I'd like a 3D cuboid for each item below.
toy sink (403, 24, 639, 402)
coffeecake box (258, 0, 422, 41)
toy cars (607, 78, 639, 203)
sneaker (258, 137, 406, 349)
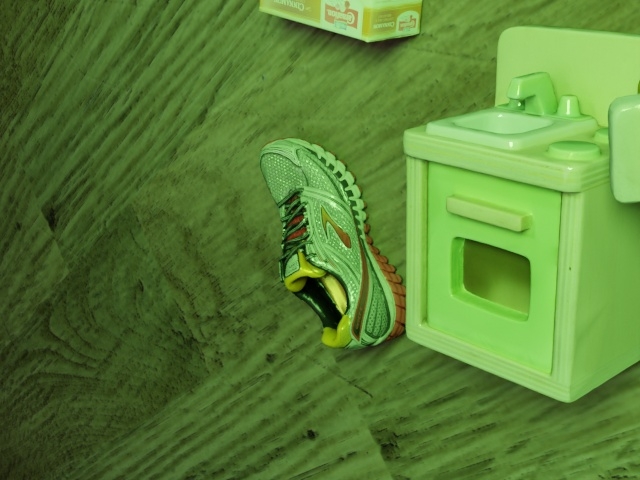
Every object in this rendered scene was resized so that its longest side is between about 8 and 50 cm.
[{"bbox_3d":[0.153,-0.028,0.684,0.153,0.131,0.234,20,118,43],"label":"toy sink"},{"bbox_3d":[0.019,-0.274,0.794,0.142,0.068,0.185,27,123,40],"label":"coffeecake box"},{"bbox_3d":[0.219,0.040,0.515,0.176,0.087,0.393,61,-155,-66],"label":"toy cars"},{"bbox_3d":[0.000,0.000,0.903,0.088,0.093,0.225,-44,70,48],"label":"sneaker"}]
